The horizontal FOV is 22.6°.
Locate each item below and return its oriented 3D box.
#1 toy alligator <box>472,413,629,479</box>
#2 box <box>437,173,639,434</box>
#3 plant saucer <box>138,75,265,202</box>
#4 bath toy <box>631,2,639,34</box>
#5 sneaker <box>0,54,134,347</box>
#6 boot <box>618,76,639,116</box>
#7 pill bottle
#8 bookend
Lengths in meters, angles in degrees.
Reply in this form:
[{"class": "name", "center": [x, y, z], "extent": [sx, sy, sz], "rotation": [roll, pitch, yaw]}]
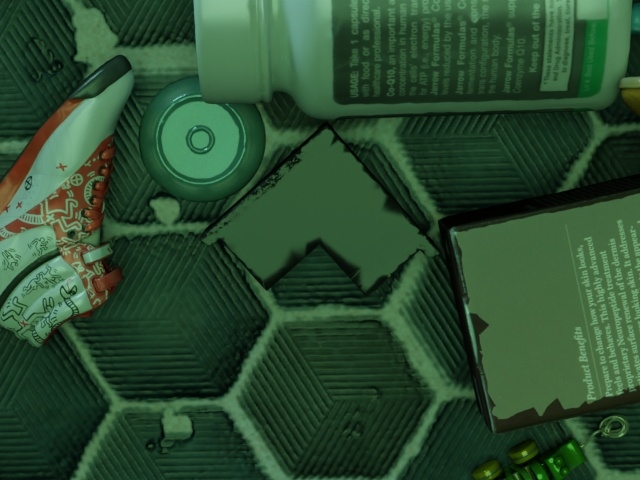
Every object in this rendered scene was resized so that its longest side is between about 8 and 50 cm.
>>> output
[{"class": "toy alligator", "center": [0.209, 0.217, 1.503], "extent": [0.190, 0.051, 0.056], "rotation": [-29, 95, 2]}, {"class": "box", "center": [0.312, 0.035, 1.447], "extent": [0.381, 0.143, 0.191], "rotation": [-12, 95, -1]}, {"class": "plant saucer", "center": [-0.111, -0.094, 1.489], "extent": [0.119, 0.021, 0.119], "rotation": [0, 95, 0]}, {"class": "bath toy", "center": [0.311, -0.357, 1.411], "extent": [0.129, 0.151, 0.348], "rotation": [-2, 91, 11]}, {"class": "sneaker", "center": [-0.220, -0.029, 1.463], "extent": [0.145, 0.090, 0.270], "rotation": [40, 97, -4]}, {"class": "boot", "center": [0.361, -0.006, 1.324], "extent": [0.295, 0.104, 0.211], "rotation": [17, 94, -6]}, {"class": "pill bottle", "center": [0.075, -0.208, 1.389], "extent": [0.361, 0.204, 0.204], "rotation": [-2, 95, -1]}, {"class": "bookend", "center": [0.000, 0.000, 1.473], "extent": [0.156, 0.072, 0.157], "rotation": [-42, 95, 4]}]
